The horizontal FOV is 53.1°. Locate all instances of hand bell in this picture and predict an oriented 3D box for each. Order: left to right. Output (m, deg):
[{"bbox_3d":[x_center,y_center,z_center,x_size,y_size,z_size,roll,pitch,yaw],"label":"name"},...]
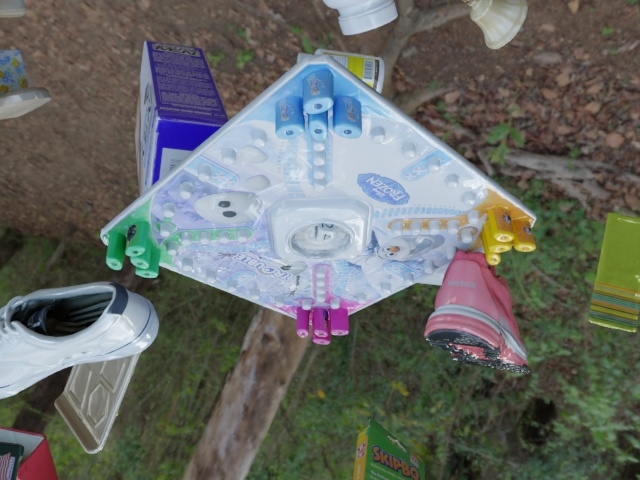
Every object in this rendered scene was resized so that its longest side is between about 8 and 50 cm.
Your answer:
[{"bbox_3d":[0.317,-0.530,1.392,0.242,0.126,0.126,22,164,-24],"label":"hand bell"}]

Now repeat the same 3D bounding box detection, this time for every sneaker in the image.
[{"bbox_3d":[-0.306,0.095,0.674,0.258,0.094,0.091,-18,141,3],"label":"sneaker"},{"bbox_3d":[0.237,0.104,0.901,0.116,0.136,0.314,5,163,25],"label":"sneaker"}]

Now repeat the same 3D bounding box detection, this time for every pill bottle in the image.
[{"bbox_3d":[0.046,-0.416,1.611,0.215,0.117,0.117,6,163,-7],"label":"pill bottle"},{"bbox_3d":[0.069,-0.669,1.501,0.188,0.188,0.334,5,125,44],"label":"pill bottle"}]

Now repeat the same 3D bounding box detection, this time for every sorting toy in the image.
[{"bbox_3d":[-0.384,0.237,1.129,0.038,0.208,0.193,26,179,-43],"label":"sorting toy"}]

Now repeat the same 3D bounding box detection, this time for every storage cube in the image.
[{"bbox_3d":[-0.713,0.549,1.410,0.183,0.215,0.193,6,117,14],"label":"storage cube"}]

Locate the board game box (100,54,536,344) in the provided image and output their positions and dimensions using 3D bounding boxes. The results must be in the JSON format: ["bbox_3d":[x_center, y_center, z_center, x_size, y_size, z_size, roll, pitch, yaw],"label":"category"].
[{"bbox_3d":[0.000,0.000,0.778,0.390,0.050,0.390,27,136,-37],"label":"board game box"}]

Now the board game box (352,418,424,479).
[{"bbox_3d":[0.099,0.381,0.922,0.124,0.259,0.039,41,117,-11],"label":"board game box"}]

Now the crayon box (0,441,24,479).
[{"bbox_3d":[-0.533,0.373,0.837,0.318,0.202,0.081,-16,151,32],"label":"crayon box"}]

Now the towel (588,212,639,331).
[{"bbox_3d":[0.629,0.066,1.336,0.102,0.237,0.021,12,177,-1],"label":"towel"}]

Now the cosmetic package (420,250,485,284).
[{"bbox_3d":[0.215,-0.010,1.598,0.385,0.217,0.156,2,166,27],"label":"cosmetic package"}]

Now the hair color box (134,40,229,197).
[{"bbox_3d":[-0.225,-0.167,0.996,0.110,0.185,0.339,4,-149,-19],"label":"hair color box"}]

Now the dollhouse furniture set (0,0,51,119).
[{"bbox_3d":[-0.528,-0.315,0.713,0.256,0.394,0.362,-5,102,45],"label":"dollhouse furniture set"}]
